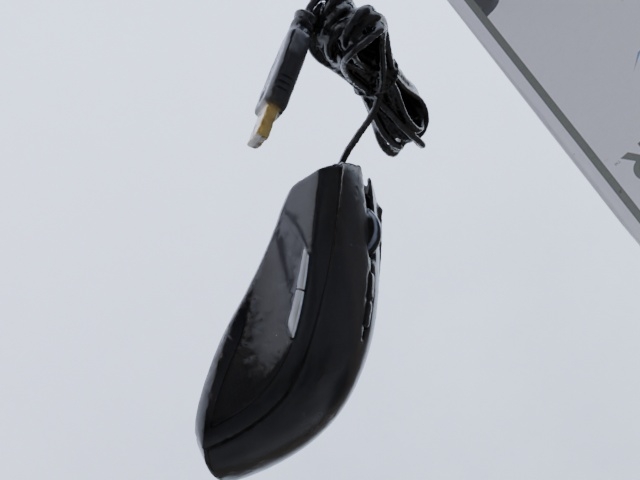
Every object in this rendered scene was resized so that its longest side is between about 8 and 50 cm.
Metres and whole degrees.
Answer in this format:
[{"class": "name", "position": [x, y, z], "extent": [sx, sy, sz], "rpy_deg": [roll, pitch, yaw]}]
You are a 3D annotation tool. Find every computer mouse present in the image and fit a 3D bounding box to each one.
[{"class": "computer mouse", "position": [0.000, 0.000, 0.822], "extent": [0.262, 0.060, 0.184], "rpy_deg": [-65, -26, -17]}]

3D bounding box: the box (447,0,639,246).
[{"class": "box", "position": [0.091, -0.111, 0.548], "extent": [0.087, 0.290, 0.169], "rpy_deg": [-41, -23, 16]}]
